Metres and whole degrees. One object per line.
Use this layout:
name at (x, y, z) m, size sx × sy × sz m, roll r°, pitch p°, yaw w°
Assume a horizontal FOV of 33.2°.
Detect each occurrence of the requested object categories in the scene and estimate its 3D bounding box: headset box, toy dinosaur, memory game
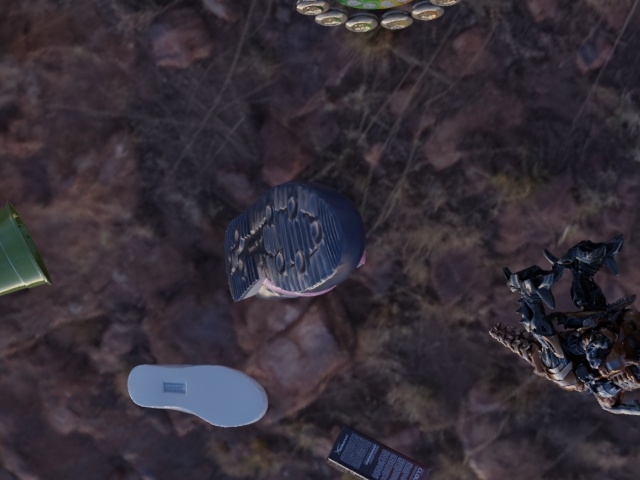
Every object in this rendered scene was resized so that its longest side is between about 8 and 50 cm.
headset box at (0.048, 0.179, 0.848) m, size 0.083 × 0.032 × 0.062 m, roll 26°, pitch 167°, yaw 5°
toy dinosaur at (0.330, 0.125, 1.392) m, size 0.322 × 0.164 × 0.218 m, roll -11°, pitch 101°, yaw 38°
memory game at (0.063, -0.260, 1.136) m, size 0.186 × 0.012 × 0.186 m, roll -3°, pitch 167°, yaw -1°

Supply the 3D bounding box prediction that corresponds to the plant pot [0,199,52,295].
plant pot at (-0.289, 0.019, 0.937) m, size 0.083 × 0.079 × 0.083 m, roll 61°, pitch 172°, yaw 15°

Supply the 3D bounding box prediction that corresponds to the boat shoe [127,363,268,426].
boat shoe at (-0.128, 0.169, 1.193) m, size 0.184 × 0.063 × 0.066 m, roll -4°, pitch 87°, yaw 32°

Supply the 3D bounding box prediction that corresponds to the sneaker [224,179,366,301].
sneaker at (0.000, 0.000, 1.087) m, size 0.319 × 0.131 × 0.112 m, roll 168°, pitch 97°, yaw -69°
